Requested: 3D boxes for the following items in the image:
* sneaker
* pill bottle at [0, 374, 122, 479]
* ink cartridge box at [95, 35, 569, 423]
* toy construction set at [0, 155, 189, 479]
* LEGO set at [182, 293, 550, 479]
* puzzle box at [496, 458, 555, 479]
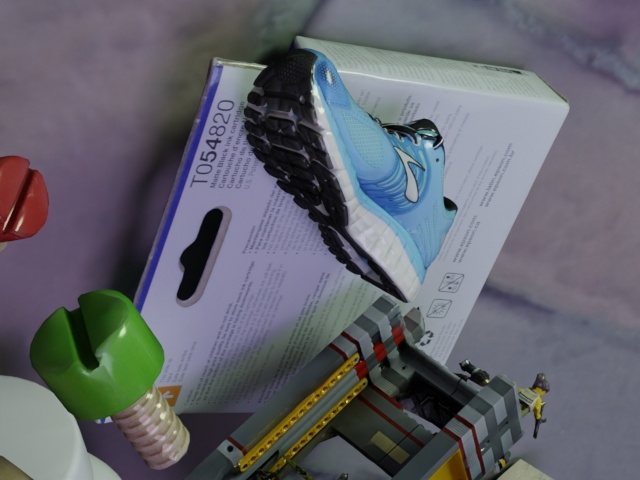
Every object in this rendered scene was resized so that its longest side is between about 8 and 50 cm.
[{"bbox_3d":[0.021,-0.041,0.628,0.073,0.063,0.162,-50,141,-13],"label":"sneaker"},{"bbox_3d":[-0.160,0.203,0.696,0.152,0.152,0.272,-20,132,-18],"label":"pill bottle"},{"bbox_3d":[0.000,0.000,0.710,0.224,0.045,0.223,3,123,-34],"label":"ink cartridge box"},{"bbox_3d":[-0.205,-0.001,0.411,0.257,0.309,0.237,-49,130,-27],"label":"toy construction set"},{"bbox_3d":[0.089,0.183,0.683,0.192,0.331,0.255,-42,133,-19],"label":"LEGO set"},{"bbox_3d":[0.021,0.354,0.897,0.409,0.052,0.272,-30,141,-42],"label":"puzzle box"}]
